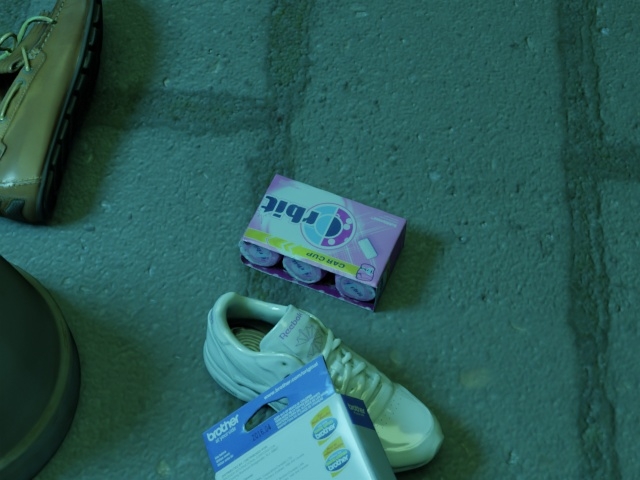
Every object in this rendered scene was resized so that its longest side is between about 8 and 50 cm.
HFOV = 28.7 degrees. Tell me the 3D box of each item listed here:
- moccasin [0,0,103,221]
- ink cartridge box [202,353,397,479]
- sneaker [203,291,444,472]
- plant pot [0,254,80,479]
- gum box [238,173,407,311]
[{"bbox_3d":[-0.378,-0.202,1.642,0.147,0.139,0.380,14,67,-2],"label":"moccasin"},{"bbox_3d":[0.000,0.297,1.307,0.186,0.065,0.311,-36,60,21],"label":"ink cartridge box"},{"bbox_3d":[-0.004,0.159,1.395,0.305,0.152,0.114,26,59,13],"label":"sneaker"},{"bbox_3d":[-0.439,0.100,1.355,0.323,0.280,0.323,0,56,-1],"label":"plant pot"},{"bbox_3d":[0.000,0.000,1.548,0.188,0.062,0.107,20,59,12],"label":"gum box"}]
